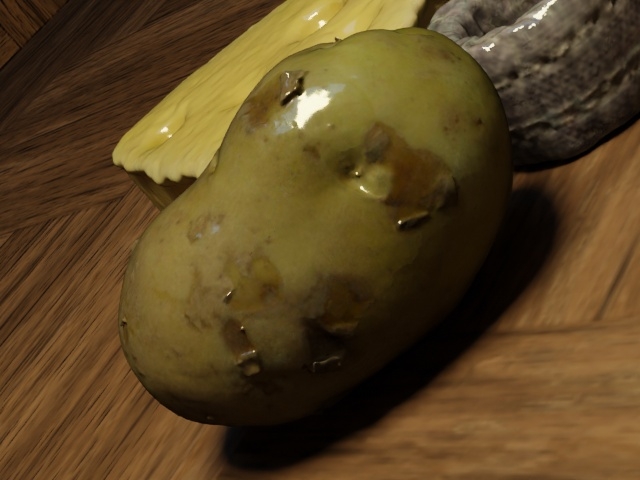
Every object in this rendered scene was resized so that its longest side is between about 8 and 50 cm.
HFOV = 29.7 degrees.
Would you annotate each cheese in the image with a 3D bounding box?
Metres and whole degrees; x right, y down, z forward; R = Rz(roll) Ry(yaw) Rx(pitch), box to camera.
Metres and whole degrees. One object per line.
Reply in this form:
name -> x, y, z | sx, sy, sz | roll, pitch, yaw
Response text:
cheese -> 0.011, -0.102, 0.905 | 0.384, 0.104, 0.384 | -34, 22, 16

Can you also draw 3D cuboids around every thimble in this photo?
thimble -> 0.143, -0.125, 0.754 | 0.150, 0.098, 0.150 | -33, 25, 18

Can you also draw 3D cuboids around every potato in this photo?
potato -> 0.000, 0.000, 0.675 | 0.262, 0.165, 0.165 | -51, 21, 11
